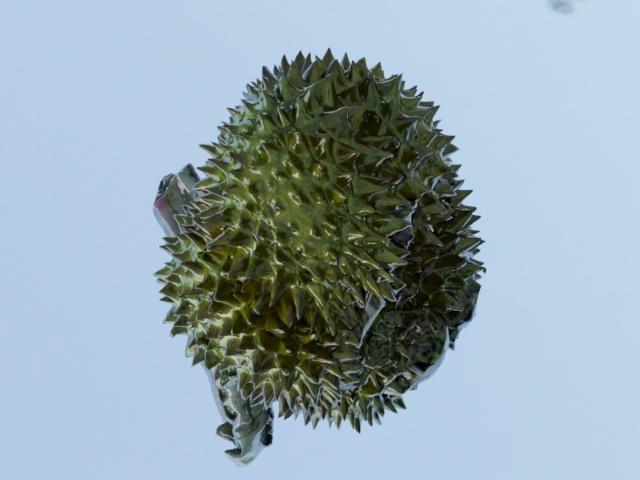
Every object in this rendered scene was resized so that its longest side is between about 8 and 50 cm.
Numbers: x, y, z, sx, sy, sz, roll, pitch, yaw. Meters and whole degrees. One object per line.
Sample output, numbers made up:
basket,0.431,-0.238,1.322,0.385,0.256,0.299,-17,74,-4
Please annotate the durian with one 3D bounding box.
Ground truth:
durian,-0.002,-0.001,0.915,0.291,0.224,0.291,-20,-64,-48

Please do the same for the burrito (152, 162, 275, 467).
burrito,-0.107,0.075,1.237,0.066,0.096,0.309,-16,-82,-11
